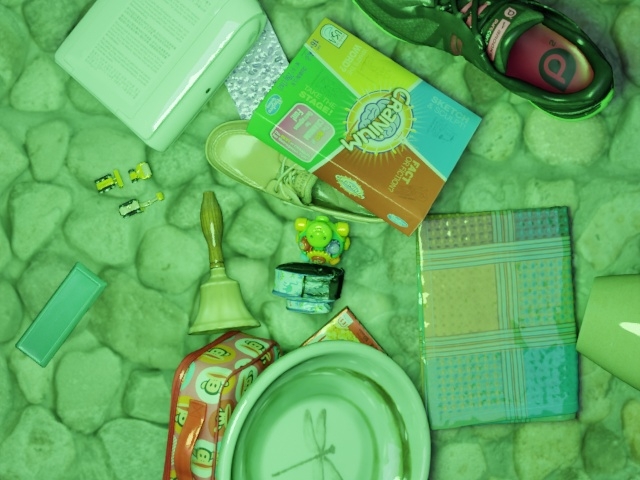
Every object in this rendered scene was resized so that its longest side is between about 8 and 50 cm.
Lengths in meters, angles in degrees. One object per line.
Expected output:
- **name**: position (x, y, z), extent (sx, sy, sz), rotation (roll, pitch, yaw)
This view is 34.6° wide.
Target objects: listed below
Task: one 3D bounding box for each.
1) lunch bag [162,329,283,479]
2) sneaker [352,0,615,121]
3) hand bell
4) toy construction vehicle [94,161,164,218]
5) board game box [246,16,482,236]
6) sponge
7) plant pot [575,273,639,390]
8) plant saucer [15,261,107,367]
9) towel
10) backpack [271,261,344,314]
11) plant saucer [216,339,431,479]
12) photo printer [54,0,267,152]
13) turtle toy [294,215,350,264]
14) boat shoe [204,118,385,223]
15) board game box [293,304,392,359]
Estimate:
- **lunch bag**: position (-0.165, 0.311, 1.667), extent (0.120, 0.258, 0.293), rotation (14, 107, 20)
- **sneaker**: position (0.269, -0.357, 1.651), extent (0.483, 0.202, 0.185), rotation (26, 94, 0)
- **hand bell**: position (-0.176, 0.035, 1.761), extent (0.126, 0.126, 0.242), rotation (-7, 81, 3)
- **toy construction vehicle**: position (-0.329, -0.086, 1.783), extent (0.098, 0.035, 0.086), rotation (-26, 82, 1)
- **board game box**: position (0.075, -0.189, 1.681), extent (0.316, 0.064, 0.242), rotation (32, 61, -1)
- **sponge**: position (-0.105, -0.278, 1.757), extent (0.117, 0.031, 0.210), rotation (-25, 93, 5)
- **plant pot**: position (0.566, 0.156, 1.675), extent (0.274, 0.256, 0.256), rotation (14, 95, 15)
- **plant saucer**: position (-0.458, 0.132, 1.808), extent (0.067, 0.018, 0.192), rotation (38, 96, 0)
- **towel**: position (0.303, 0.132, 1.768), extent (0.271, 0.040, 0.370), rotation (-4, 92, 2)
- **backpack**: position (-0.024, 0.081, 1.743), extent (0.114, 0.105, 0.084), rotation (9, 93, 7)
- **plant saucer**: position (-0.005, 0.357, 1.667), extent (0.400, 0.100, 0.400), rotation (-1, 92, -33)
- **photo printer**: position (-0.257, -0.339, 1.702), extent (0.256, 0.107, 0.307), rotation (40, 95, 14)
- **turtle toy**: position (0.000, 0.000, 1.730), extent (0.095, 0.130, 0.066), rotation (6, 63, 6)
- **boat shoe**: position (-0.027, -0.115, 1.708), extent (0.341, 0.110, 0.121), rotation (16, 104, -5)
- **board game box**: position (0.019, 0.230, 1.781), extent (0.193, 0.045, 0.147), rotation (-41, 91, 5)
